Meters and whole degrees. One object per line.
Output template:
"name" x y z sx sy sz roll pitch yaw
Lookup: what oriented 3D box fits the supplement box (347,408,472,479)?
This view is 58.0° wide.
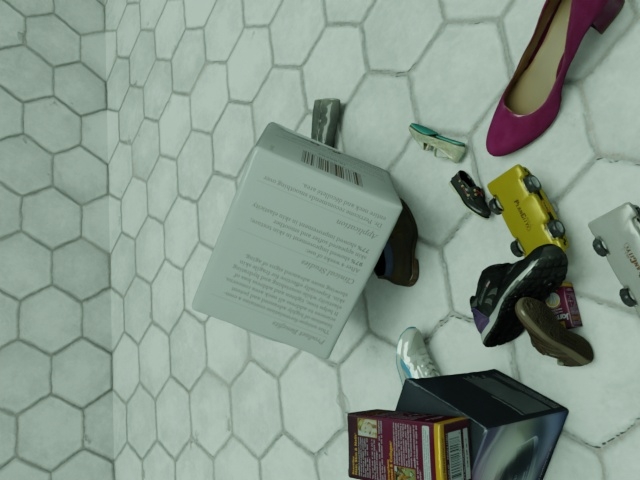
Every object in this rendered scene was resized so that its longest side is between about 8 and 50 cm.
"supplement box" 0.136 0.328 0.911 0.188 0.081 0.104 -10 78 45

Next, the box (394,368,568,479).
"box" 0.262 0.410 1.043 0.183 0.294 0.296 25 103 46

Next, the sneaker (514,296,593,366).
"sneaker" 0.397 0.173 1.023 0.071 0.188 0.066 -37 22 45

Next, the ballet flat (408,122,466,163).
"ballet flat" 0.257 -0.221 1.318 0.168 0.057 0.052 37 121 44

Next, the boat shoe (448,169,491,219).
"boat shoe" 0.322 -0.098 1.230 0.042 0.049 0.133 -59 42 34

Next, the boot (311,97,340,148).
"boot" 0.027 -0.280 1.571 0.190 0.076 0.208 18 91 45

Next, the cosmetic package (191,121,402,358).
"cosmetic package" -0.056 -0.012 1.336 0.327 0.329 0.393 -91 25 -69

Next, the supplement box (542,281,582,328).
"supplement box" 0.443 0.124 1.072 0.055 0.043 0.083 -24 68 42

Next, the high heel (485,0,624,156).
"high heel" 0.398 -0.334 1.085 0.127 0.181 0.377 47 118 40

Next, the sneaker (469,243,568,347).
"sneaker" 0.346 0.080 1.081 0.283 0.107 0.124 106 152 -49

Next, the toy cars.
"toy cars" 0.473 -0.009 1.033 0.394 0.087 0.176 31 119 41

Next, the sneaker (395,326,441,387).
"sneaker" 0.226 0.301 1.260 0.092 0.087 0.228 -12 82 39

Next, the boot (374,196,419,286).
"boot" 0.167 -0.003 1.343 0.082 0.106 0.219 -23 68 43
